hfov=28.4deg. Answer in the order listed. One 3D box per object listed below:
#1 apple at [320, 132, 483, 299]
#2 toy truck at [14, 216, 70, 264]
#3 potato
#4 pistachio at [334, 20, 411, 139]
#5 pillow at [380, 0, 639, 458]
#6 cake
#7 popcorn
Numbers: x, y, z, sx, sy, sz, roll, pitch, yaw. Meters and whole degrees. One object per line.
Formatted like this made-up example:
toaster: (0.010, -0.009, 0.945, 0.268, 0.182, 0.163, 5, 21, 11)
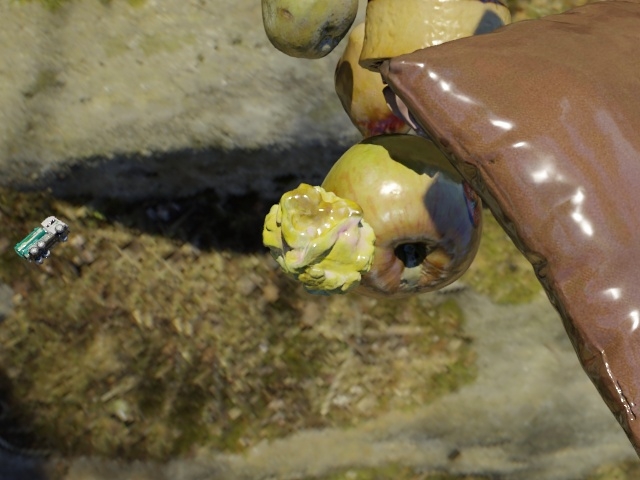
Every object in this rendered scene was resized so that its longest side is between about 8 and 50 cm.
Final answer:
apple: (0.106, -0.032, 1.761, 0.261, 0.194, 0.260, -9, 137, -8)
toy truck: (-0.434, -0.001, 1.971, 0.083, 0.044, 0.039, -45, 157, -19)
potato: (-0.029, -0.361, 1.835, 0.157, 0.194, 0.157, -26, 156, -13)
pistachio: (0.097, -0.254, 2.028, 0.131, 0.165, 0.210, -1, 88, -49)
pillow: (0.217, -0.032, 0.850, 0.305, 0.307, 0.108, -20, 163, -44)
cake: (0.134, -0.221, 1.590, 0.208, 0.185, 0.178, 15, 91, 8)
popcorn: (0.000, 0.000, 1.567, 0.126, 0.145, 0.126, -25, 168, -14)
